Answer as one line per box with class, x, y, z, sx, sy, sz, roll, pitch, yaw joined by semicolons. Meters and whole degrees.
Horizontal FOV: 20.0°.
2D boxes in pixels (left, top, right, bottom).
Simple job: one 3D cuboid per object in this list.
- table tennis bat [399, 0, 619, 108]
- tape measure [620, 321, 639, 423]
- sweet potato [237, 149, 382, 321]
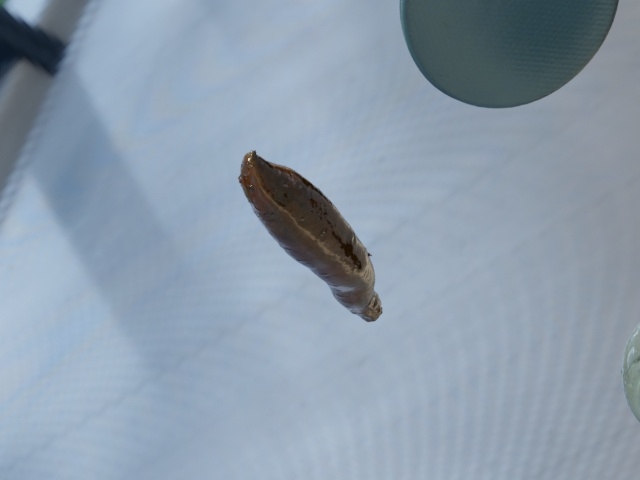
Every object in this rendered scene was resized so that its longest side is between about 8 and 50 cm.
table tennis bat;0.191;-0.269;1.739;0.044;0.215;0.329;-97;15;-53
tape measure;0.332;0.181;1.645;0.084;0.164;0.330;-65;-10;-52
sweet potato;0.000;0.001;1.435;0.057;0.264;0.057;-14;55;21
